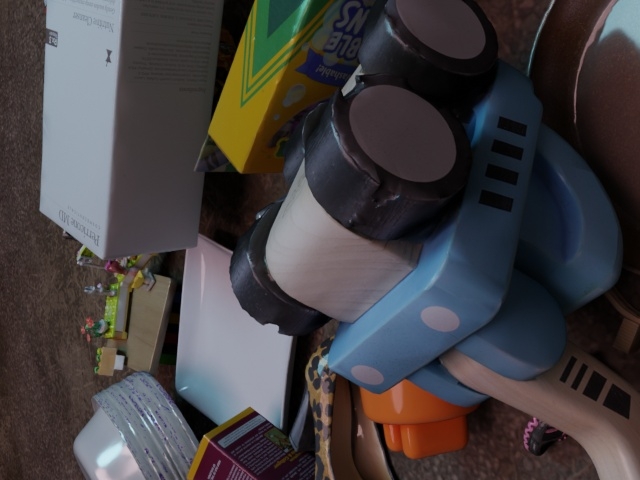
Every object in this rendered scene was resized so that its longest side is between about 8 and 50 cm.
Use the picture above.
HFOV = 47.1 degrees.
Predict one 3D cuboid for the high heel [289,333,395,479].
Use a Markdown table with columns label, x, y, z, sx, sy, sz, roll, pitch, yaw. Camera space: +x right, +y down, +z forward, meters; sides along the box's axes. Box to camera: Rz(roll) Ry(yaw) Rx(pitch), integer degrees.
| label | x | y | z | sx | sy | sz | roll | pitch | yaw |
| --- | --- | --- | --- | --- | --- | --- | --- | --- | --- |
| high heel | 0.053 | 0.239 | 0.858 | 0.261 | 0.093 | 0.186 | 43 | 125 | 43 |

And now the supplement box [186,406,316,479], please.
| label | x | y | z | sx | sy | sz | roll | pitch | yaw |
| --- | --- | --- | --- | --- | --- | --- | --- | --- | --- |
| supplement box | -0.063 | 0.314 | 0.945 | 0.188 | 0.104 | 0.081 | 33 | 115 | 21 |

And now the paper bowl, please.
| label | x | y | z | sx | sy | sz | roll | pitch | yaw |
| --- | --- | --- | --- | --- | --- | --- | --- | --- | --- |
| paper bowl | -0.273 | 0.358 | 1.132 | 0.284 | 0.148 | 0.284 | 41 | 147 | 34 |

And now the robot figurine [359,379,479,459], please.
| label | x | y | z | sx | sy | sz | roll | pitch | yaw |
| --- | --- | --- | --- | --- | --- | --- | --- | --- | --- |
| robot figurine | 0.096 | 0.110 | 0.770 | 0.128 | 0.158 | 0.219 | -8 | 87 | 19 |

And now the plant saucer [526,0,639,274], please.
| label | x | y | z | sx | sy | sz | roll | pitch | yaw |
| --- | --- | --- | --- | --- | --- | --- | --- | --- | --- |
| plant saucer | 0.304 | -0.119 | 0.570 | 0.310 | 0.050 | 0.310 | 6 | 99 | 48 |

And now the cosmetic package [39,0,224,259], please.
| label | x | y | z | sx | sy | sz | roll | pitch | yaw |
| --- | --- | --- | --- | --- | --- | --- | --- | --- | --- |
| cosmetic package | -0.266 | -0.190 | 1.006 | 0.217 | 0.156 | 0.385 | 25 | 112 | 43 |

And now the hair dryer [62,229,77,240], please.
| label | x | y | z | sx | sy | sz | roll | pitch | yaw |
| --- | --- | --- | --- | --- | --- | --- | --- | --- | --- |
| hair dryer | -0.361 | -0.129 | 1.264 | 0.223 | 0.080 | 0.293 | -6 | 67 | 65 |

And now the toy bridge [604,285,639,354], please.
| label | x | y | z | sx | sy | sz | roll | pitch | yaw |
| --- | --- | --- | --- | --- | --- | --- | --- | --- | --- |
| toy bridge | 0.221 | 0.035 | 0.696 | 0.188 | 0.026 | 0.063 | 32 | 114 | 43 |

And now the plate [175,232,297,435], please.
| label | x | y | z | sx | sy | sz | roll | pitch | yaw |
| --- | --- | --- | --- | --- | --- | --- | --- | --- | --- |
| plate | -0.119 | 0.149 | 1.083 | 0.277 | 0.045 | 0.278 | 21 | 109 | 45 |

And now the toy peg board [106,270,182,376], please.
| label | x | y | z | sx | sy | sz | roll | pitch | yaw |
| --- | --- | --- | --- | --- | --- | --- | --- | --- | --- |
| toy peg board | -0.284 | 0.140 | 1.264 | 0.161 | 0.079 | 0.160 | 8 | 84 | 48 |

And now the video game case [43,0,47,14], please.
| label | x | y | z | sx | sy | sz | roll | pitch | yaw |
| --- | --- | --- | --- | --- | --- | --- | --- | --- | --- |
| video game case | -0.343 | -0.407 | 1.167 | 0.025 | 0.204 | 0.285 | -28 | 72 | 49 |

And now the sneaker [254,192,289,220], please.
| label | x | y | z | sx | sy | sz | roll | pitch | yaw |
| --- | --- | --- | --- | --- | --- | --- | --- | --- | --- |
| sneaker | 0.000 | 0.000 | 0.910 | 0.132 | 0.086 | 0.229 | 60 | 159 | -10 |

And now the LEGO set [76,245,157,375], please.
| label | x | y | z | sx | sy | sz | roll | pitch | yaw |
| --- | --- | --- | --- | --- | --- | --- | --- | --- | --- |
| LEGO set | -0.351 | 0.081 | 1.214 | 0.132 | 0.107 | 0.287 | 40 | 107 | 46 |

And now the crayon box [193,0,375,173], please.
| label | x | y | z | sx | sy | sz | roll | pitch | yaw |
| --- | --- | --- | --- | --- | --- | --- | --- | --- | --- |
| crayon box | 0.014 | -0.181 | 0.780 | 0.083 | 0.203 | 0.323 | 51 | 129 | 33 |

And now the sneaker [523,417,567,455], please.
| label | x | y | z | sx | sy | sz | roll | pitch | yaw |
| --- | --- | --- | --- | --- | --- | --- | --- | --- | --- |
| sneaker | 0.235 | 0.165 | 0.684 | 0.057 | 0.047 | 0.119 | 39 | 124 | 26 |

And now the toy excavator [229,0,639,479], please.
| label | x | y | z | sx | sy | sz | roll | pitch | yaw |
| --- | --- | --- | --- | --- | --- | --- | --- | --- | --- |
| toy excavator | 0.156 | 0.067 | 0.580 | 0.222 | 0.445 | 0.433 | -52 | 13 | 50 |

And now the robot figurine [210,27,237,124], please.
| label | x | y | z | sx | sy | sz | roll | pitch | yaw |
| --- | --- | --- | --- | --- | --- | --- | --- | --- | --- |
| robot figurine | -0.202 | -0.206 | 1.116 | 0.291 | 0.085 | 0.211 | -37 | 66 | 45 |
